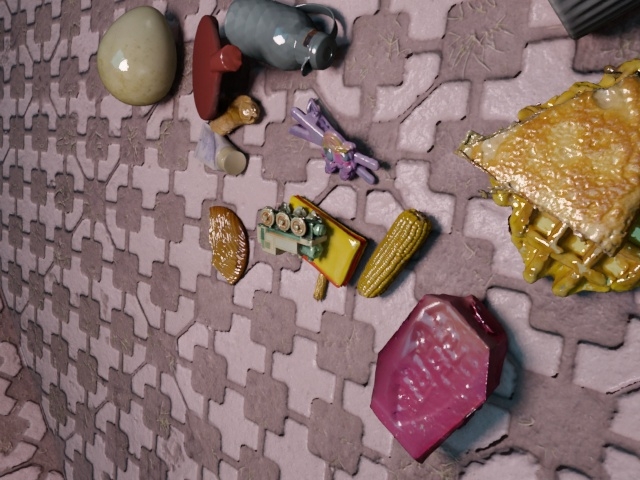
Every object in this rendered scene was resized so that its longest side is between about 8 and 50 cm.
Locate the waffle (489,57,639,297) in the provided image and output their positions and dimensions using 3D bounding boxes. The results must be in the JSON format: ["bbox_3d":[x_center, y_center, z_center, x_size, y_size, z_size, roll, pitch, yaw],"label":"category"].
[{"bbox_3d":[0.485,-0.098,0.709,0.382,0.095,0.379,-18,81,32],"label":"waffle"}]

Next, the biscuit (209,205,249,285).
[{"bbox_3d":[-0.282,0.005,1.268,0.176,0.031,0.228,-46,69,26],"label":"biscuit"}]

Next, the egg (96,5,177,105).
[{"bbox_3d":[-0.543,-0.554,1.306,0.218,0.218,0.295,27,99,30],"label":"egg"}]

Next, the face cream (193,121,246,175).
[{"bbox_3d":[-0.301,-0.262,1.259,0.224,0.070,0.114,35,110,41],"label":"face cream"}]

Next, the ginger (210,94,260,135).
[{"bbox_3d":[-0.239,-0.347,1.196,0.190,0.069,0.095,-2,79,38],"label":"ginger"}]

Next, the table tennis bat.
[{"bbox_3d":[-0.287,-0.452,1.132,0.415,0.051,0.268,27,118,60],"label":"table tennis bat"}]

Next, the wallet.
[{"bbox_3d":[0.000,0.000,1.062,0.241,0.067,0.141,36,117,32],"label":"wallet"}]

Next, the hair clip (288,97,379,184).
[{"bbox_3d":[0.020,-0.225,1.018,0.278,0.090,0.137,51,152,24],"label":"hair clip"}]

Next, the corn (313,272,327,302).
[{"bbox_3d":[0.000,0.115,1.083,0.027,0.028,0.083,23,105,43],"label":"corn"}]

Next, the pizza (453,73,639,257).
[{"bbox_3d":[0.363,-0.142,0.694,0.288,0.075,0.279,19,93,33],"label":"pizza"}]

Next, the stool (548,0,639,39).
[{"bbox_3d":[0.455,-0.487,0.594,0.330,0.297,0.297,-32,75,37],"label":"stool"}]

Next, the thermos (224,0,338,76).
[{"bbox_3d":[-0.080,-0.500,1.046,0.286,0.145,0.182,31,81,27],"label":"thermos"}]

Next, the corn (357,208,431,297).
[{"bbox_3d":[0.158,0.035,0.943,0.080,0.080,0.231,41,116,26],"label":"corn"}]

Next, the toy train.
[{"bbox_3d":[-0.068,-0.018,1.029,0.194,0.081,0.125,18,118,37],"label":"toy train"}]

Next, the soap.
[{"bbox_3d":[0.236,0.262,0.873,0.220,0.127,0.324,43,114,23],"label":"soap"}]
